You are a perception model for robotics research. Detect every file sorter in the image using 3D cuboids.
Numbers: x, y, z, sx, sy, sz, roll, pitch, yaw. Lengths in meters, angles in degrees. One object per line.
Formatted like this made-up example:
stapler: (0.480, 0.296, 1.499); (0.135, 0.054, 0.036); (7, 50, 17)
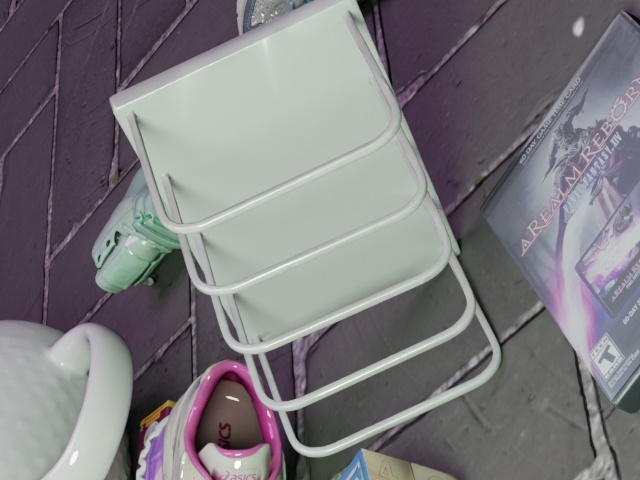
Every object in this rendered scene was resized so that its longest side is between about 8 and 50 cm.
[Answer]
file sorter: (0.000, 0.000, 1.288); (0.192, 0.278, 0.173); (-25, 42, 2)

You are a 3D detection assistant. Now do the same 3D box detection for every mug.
mug: (-0.290, 0.226, 1.673); (0.374, 0.276, 0.328); (-43, 28, 38)

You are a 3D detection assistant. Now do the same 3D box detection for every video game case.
video game case: (0.220, -0.030, 1.250); (0.196, 0.026, 0.274); (-56, 30, 18)

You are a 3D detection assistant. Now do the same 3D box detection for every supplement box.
supplement box: (-0.147, 0.205, 1.682); (0.055, 0.043, 0.083); (-38, 39, 40)

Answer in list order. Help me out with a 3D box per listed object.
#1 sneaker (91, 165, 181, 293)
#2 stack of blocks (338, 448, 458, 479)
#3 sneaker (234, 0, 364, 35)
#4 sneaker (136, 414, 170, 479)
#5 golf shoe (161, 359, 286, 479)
sneaker: (-0.166, 0.004, 1.817); (0.151, 0.094, 0.256); (-58, 18, 2)
stack of blocks: (0.048, 0.311, 1.194); (0.171, 0.087, 0.297); (-57, 27, 29)
sneaker: (0.015, -0.277, 1.713); (0.283, 0.110, 0.122); (-57, 32, 16)
sneaker: (-0.102, 0.256, 1.525); (0.104, 0.095, 0.236); (-27, 51, 41)
golf shoe: (-0.079, 0.238, 1.401); (0.140, 0.115, 0.306); (109, 157, -61)
